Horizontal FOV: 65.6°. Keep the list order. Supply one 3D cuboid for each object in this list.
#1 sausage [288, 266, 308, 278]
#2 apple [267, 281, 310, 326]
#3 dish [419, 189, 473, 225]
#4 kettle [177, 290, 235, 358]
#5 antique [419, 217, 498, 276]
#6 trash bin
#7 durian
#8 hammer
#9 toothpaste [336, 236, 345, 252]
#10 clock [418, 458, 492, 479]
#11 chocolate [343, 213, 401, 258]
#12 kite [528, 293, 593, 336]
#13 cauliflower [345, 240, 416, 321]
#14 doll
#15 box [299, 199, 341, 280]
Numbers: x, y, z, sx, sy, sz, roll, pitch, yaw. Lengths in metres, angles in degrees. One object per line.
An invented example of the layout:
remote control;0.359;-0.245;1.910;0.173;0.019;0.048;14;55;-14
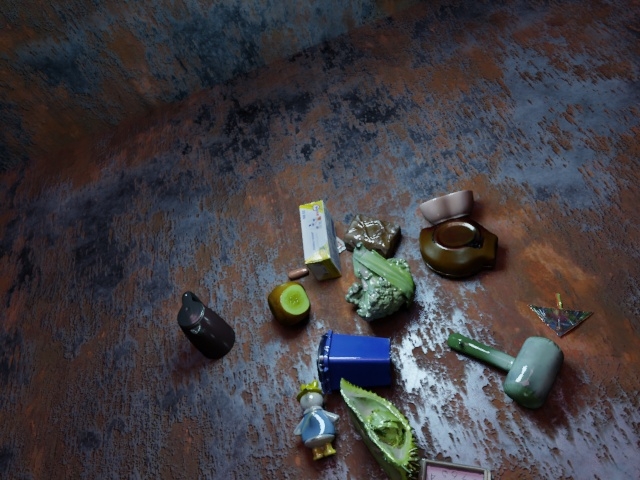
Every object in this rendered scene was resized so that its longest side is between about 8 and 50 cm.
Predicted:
sausage;-0.086;0.128;1.943;0.083;0.034;0.034;-18;50;6
apple;-0.110;0.223;1.794;0.147;0.163;0.147;-26;91;-15
dish;0.481;-0.114;1.861;0.213;0.213;0.091;-16;83;8
kettle;-0.424;0.297;1.805;0.143;0.232;0.202;-21;49;2
antique;0.483;0.018;1.756;0.277;0.129;0.224;11;56;24
trash bin;0.109;0.390;1.572;0.234;0.163;0.184;-2;29;8
durian;0.167;0.558;1.405;0.158;0.169;0.355;-57;39;8
hammer;0.536;0.351;1.501;0.335;0.119;0.206;18;60;38
toothpaste;0.028;-0.024;2.025;0.052;0.033;0.218;-38;55;-13
clock;0.357;0.679;1.325;0.191;0.071;0.147;1;54;20
chocolate;0.194;-0.023;1.915;0.213;0.093;0.148;16;57;26
kite;0.753;0.234;1.566;0.189;0.010;0.159;6;54;22
cauliflower;0.187;0.128;1.695;0.256;0.239;0.316;-36;94;-11
doll;-0.017;0.551;1.547;0.135;0.098;0.241;-49;38;33
box;0.000;0.000;1.906;0.097;0.168;0.265;-15;59;13
